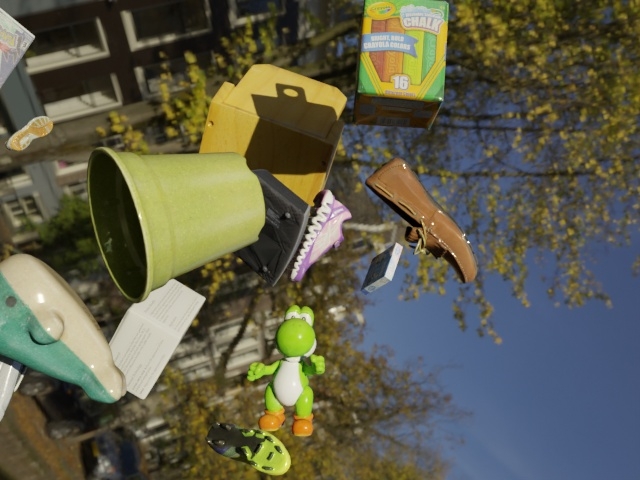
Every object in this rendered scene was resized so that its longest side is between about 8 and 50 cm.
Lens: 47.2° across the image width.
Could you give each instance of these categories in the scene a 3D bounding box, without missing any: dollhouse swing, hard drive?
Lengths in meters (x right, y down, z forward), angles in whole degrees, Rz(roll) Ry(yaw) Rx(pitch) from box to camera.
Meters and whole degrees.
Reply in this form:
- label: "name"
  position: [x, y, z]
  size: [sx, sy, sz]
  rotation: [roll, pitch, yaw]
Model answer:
- label: "dollhouse swing"
  position: [-0.122, -0.292, 2.079]
  size: [0.305, 0.347, 0.315]
  rotation: [-66, 175, -65]
- label: "hard drive"
  position: [-0.115, -0.029, 1.612]
  size: [0.172, 0.054, 0.254]
  rotation: [39, -43, 13]

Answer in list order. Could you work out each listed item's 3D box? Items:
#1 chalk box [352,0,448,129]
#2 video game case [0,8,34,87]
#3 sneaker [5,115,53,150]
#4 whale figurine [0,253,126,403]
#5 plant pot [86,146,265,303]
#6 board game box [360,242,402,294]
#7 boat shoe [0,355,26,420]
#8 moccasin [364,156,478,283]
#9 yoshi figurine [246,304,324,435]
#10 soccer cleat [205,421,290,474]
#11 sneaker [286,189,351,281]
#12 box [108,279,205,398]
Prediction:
- label: "chalk box"
  position: [0.169, -0.407, 1.568]
  size: [0.179, 0.180, 0.288]
  rotation: [96, -3, -79]
- label: "video game case"
  position: [-0.747, -0.428, 1.619]
  size: [0.023, 0.183, 0.201]
  rotation: [30, -5, 19]
- label: "sneaker"
  position: [-0.460, -0.169, 1.149]
  size: [0.037, 0.083, 0.031]
  rotation: [-2, -57, 40]
- label: "whale figurine"
  position: [-0.409, 0.152, 1.105]
  size: [0.272, 0.141, 0.216]
  rotation: [51, -12, -2]
- label: "plant pot"
  position: [-0.250, -0.052, 1.326]
  size: [0.276, 0.254, 0.275]
  rotation: [31, -52, 49]
- label: "board game box"
  position: [0.126, 0.059, 1.510]
  size: [0.020, 0.090, 0.090]
  rotation: [35, -38, -15]
- label: "boat shoe"
  position: [-0.543, 0.215, 1.232]
  size: [0.119, 0.121, 0.335]
  rotation: [99, 16, -77]
- label: "moccasin"
  position: [0.264, -0.035, 1.905]
  size: [0.380, 0.147, 0.139]
  rotation: [51, -7, -7]
- label: "yoshi figurine"
  position: [-0.087, 0.366, 2.082]
  size: [0.203, 0.204, 0.361]
  rotation: [3, -93, 56]
- label: "soccer cleat"
  position: [-0.172, 0.537, 1.886]
  size: [0.289, 0.093, 0.121]
  rotation: [6, -28, 41]
- label: "sneaker"
  position: [0.000, 0.000, 1.785]
  size: [0.236, 0.105, 0.095]
  rotation: [-63, -159, 0]
- label: "box"
  position: [-0.350, 0.194, 1.521]
  size: [0.181, 0.119, 0.181]
  rotation: [-57, -175, 23]
